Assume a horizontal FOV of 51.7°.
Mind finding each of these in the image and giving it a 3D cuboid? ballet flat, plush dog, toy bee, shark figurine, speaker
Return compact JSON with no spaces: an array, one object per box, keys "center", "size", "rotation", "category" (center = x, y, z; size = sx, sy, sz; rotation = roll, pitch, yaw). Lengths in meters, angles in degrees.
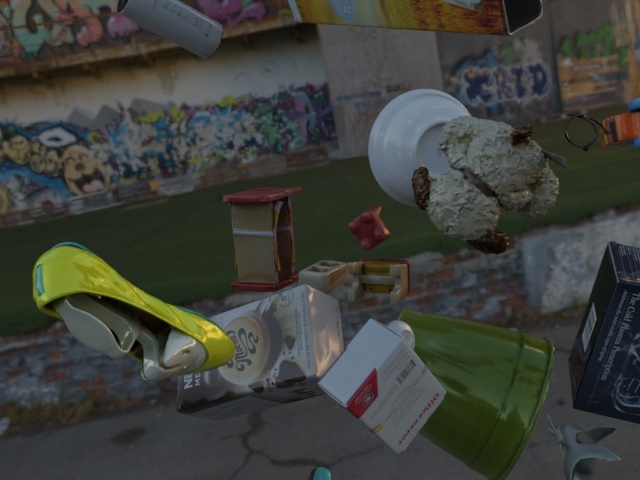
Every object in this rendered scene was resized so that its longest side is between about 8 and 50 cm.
[{"center":[-0.025,0.800,1.955],"size":[0.095,0.096,0.280],"rotation":[32,27,-1],"category":"ballet flat"},{"center":[0.296,-0.099,1.212],"size":[0.225,0.262,0.210],"rotation":[-51,-7,0],"category":"plush dog"},{"center":[-0.172,0.089,0.627],"size":[0.077,0.231,0.077],"rotation":[-36,37,17],"category":"ballet flat"},{"center":[0.627,-0.234,1.306],"size":[0.298,0.195,0.162],"rotation":[15,0,6],"category":"toy bee"},{"center":[0.482,0.364,1.194],"size":[0.116,0.166,0.278],"rotation":[-21,-34,12],"category":"shark figurine"},{"center":[-0.202,-0.299,0.890],"size":[0.136,0.055,0.055],"rotation":[20,-11,-36],"category":"speaker"}]

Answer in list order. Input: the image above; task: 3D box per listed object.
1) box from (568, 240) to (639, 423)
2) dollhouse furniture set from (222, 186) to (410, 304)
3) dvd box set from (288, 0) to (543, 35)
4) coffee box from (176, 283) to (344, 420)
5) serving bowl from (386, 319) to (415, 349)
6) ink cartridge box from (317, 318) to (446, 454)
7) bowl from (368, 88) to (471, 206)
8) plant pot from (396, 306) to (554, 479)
[{"center":[0.733,0.214,1.403],"size":[0.313,0.343,0.179],"rotation":[11,30,11],"category":"box"},{"center":[0.000,0.000,1.324],"size":[0.374,0.201,0.152],"rotation":[3,12,24],"category":"dollhouse furniture set"},{"center":[0.053,-0.404,0.772],"size":[0.062,0.307,0.420],"rotation":[-34,34,-21],"category":"dvd box set"},{"center":[-0.112,0.211,1.197],"size":[0.297,0.168,0.119],"rotation":[-21,-31,26],"category":"coffee box"},{"center":[0.172,0.207,1.386],"size":[0.083,0.083,0.027],"rotation":[-22,1,-44],"category":"serving bowl"},{"center":[0.096,0.221,0.985],"size":[0.127,0.175,0.072],"rotation":[-49,41,-12],"category":"ink cartridge box"},{"center":[0.274,-0.219,1.606],"size":[0.298,0.297,0.134],"rotation":[-13,13,-9],"category":"bowl"},{"center":[0.314,0.335,1.589],"size":[0.353,0.366,0.366],"rotation":[22,18,9],"category":"plant pot"}]
